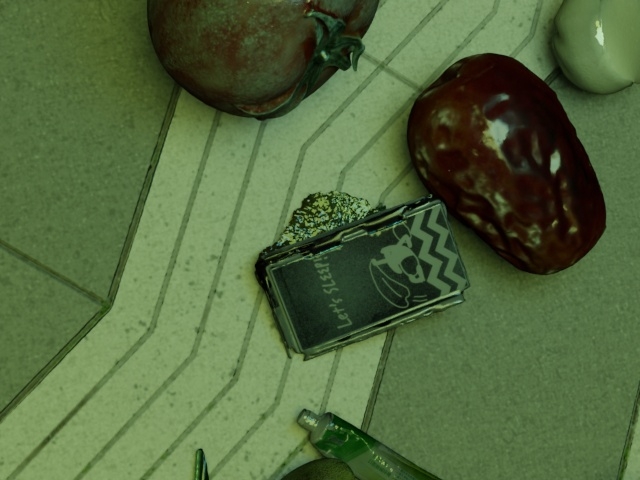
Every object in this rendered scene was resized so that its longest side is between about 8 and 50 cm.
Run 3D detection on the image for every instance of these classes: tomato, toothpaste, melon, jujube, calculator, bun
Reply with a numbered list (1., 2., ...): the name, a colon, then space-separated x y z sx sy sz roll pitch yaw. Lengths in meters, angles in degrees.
1. tomato: -0.069 -0.313 1.677 0.282 0.316 0.317 43 76 11
2. toothpaste: 0.073 0.308 1.767 0.248 0.047 0.078 34 83 -9
3. melon: -0.020 0.356 1.711 0.162 0.099 0.099 -40 93 -14
4. jujube: 0.262 -0.104 1.785 0.223 0.223 0.318 -40 100 -14
5. calculator: 0.062 0.054 1.762 0.274 0.028 0.165 -20 105 -1
6. bun: 0.400 -0.297 1.873 0.173 0.120 0.172 7 80 -47

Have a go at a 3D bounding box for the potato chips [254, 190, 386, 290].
1. potato chips: 0.000 0.000 1.798 0.209 0.026 0.142 -14 84 -14

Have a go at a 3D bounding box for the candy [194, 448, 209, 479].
1. candy: -0.170 0.437 1.688 0.097 0.097 0.323 7 73 -12
